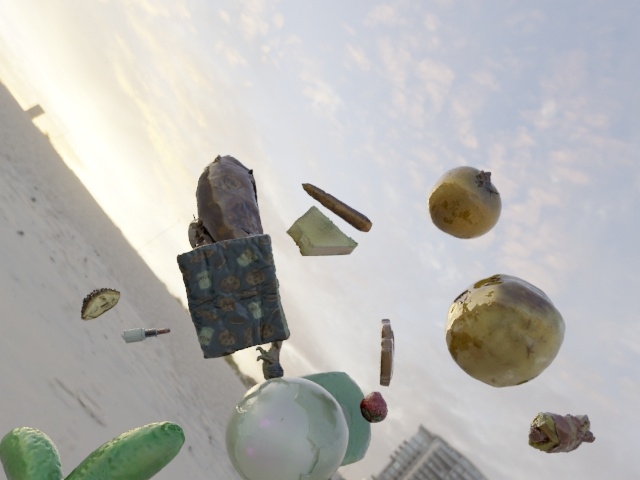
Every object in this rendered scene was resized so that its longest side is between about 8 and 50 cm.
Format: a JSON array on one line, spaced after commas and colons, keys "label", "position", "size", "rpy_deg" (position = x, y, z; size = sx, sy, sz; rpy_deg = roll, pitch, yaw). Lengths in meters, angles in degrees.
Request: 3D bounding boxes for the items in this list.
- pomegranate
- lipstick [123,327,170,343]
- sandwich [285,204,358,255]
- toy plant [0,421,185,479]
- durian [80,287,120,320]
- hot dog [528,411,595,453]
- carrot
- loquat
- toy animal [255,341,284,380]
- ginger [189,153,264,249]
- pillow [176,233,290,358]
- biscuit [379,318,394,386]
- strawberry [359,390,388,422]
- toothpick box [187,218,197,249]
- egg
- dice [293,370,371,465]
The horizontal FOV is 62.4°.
[{"label": "pomegranate", "position": [0.529, 0.261, 1.531], "size": [0.332, 0.333, 0.332], "rpy_deg": [41, -24, 23]}, {"label": "lipstick", "position": [-0.416, 0.225, 1.275], "size": [0.025, 0.107, 0.025], "rpy_deg": [90, -9, -48]}, {"label": "sandwich", "position": [0.000, 0.000, 1.612], "size": [0.193, 0.162, 0.058], "rpy_deg": [41, -46, 4]}, {"label": "toy plant", "position": [-0.397, 0.443, 0.816], "size": [0.356, 0.317, 0.210], "rpy_deg": [-94, -178, -68]}, {"label": "durian", "position": [-0.620, 0.170, 1.476], "size": [0.066, 0.130, 0.052], "rpy_deg": [58, -6, -25]}, {"label": "hot dog", "position": [0.761, 0.614, 1.670], "size": [0.103, 0.213, 0.146], "rpy_deg": [-96, -173, -65]}, {"label": "carrot", "position": [0.058, -0.124, 1.965], "size": [0.314, 0.066, 0.066], "rpy_deg": [30, -16, -19]}, {"label": "loquat", "position": [0.526, -0.144, 1.929], "size": [0.275, 0.275, 0.274], "rpy_deg": [41, -24, 23]}, {"label": "toy animal", "position": [-0.145, 0.303, 1.495], "size": [0.069, 0.086, 0.219], "rpy_deg": [161, -67, -67]}, {"label": "ginger", "position": [-0.275, -0.051, 1.482], "size": [0.254, 0.176, 0.418], "rpy_deg": [-40, -131, 33]}, {"label": "pillow", "position": [-0.170, 0.115, 1.059], "size": [0.034, 0.189, 0.255], "rpy_deg": [-122, -159, -63]}, {"label": "biscuit", "position": [0.192, 0.327, 1.529], "size": [0.295, 0.044, 0.185], "rpy_deg": [-28, 118, -83]}, {"label": "strawberry", "position": [0.184, 0.561, 1.785], "size": [0.106, 0.106, 0.106], "rpy_deg": [41, -24, 23]}, {"label": "toothpick box", "position": [-0.303, -0.022, 1.632], "size": [0.181, 0.111, 0.111], "rpy_deg": [-5, -50, 20]}, {"label": "egg", "position": [-0.086, 0.476, 1.293], "size": [0.278, 0.278, 0.336], "rpy_deg": [38, 9, 29]}, {"label": "dice", "position": [-0.036, 0.659, 1.907], "size": [0.330, 0.318, 0.322], "rpy_deg": [-31, -118, 39]}]
